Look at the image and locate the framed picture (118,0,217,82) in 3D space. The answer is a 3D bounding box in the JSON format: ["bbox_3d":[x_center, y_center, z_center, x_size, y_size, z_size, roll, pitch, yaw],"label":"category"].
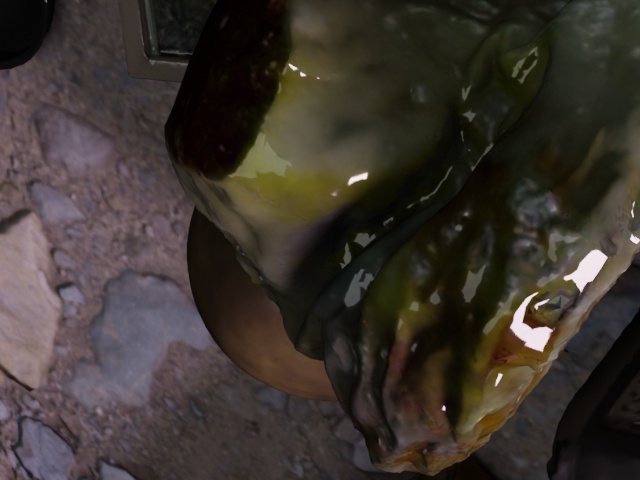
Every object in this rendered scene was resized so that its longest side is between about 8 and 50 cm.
[{"bbox_3d":[-0.027,-0.234,1.081,0.240,0.020,0.324,8,122,18],"label":"framed picture"}]

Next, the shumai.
[{"bbox_3d":[0.056,-0.055,0.980,0.263,0.304,0.309,38,100,4],"label":"shumai"}]

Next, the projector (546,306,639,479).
[{"bbox_3d":[0.339,0.252,1.015,0.405,0.242,0.395,14,126,29],"label":"projector"}]

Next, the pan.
[{"bbox_3d":[-0.286,-0.189,1.313,0.235,0.028,0.136,3,119,30],"label":"pan"}]

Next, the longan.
[{"bbox_3d":[0.000,0.000,1.149,0.185,0.159,0.204,16,112,33],"label":"longan"}]

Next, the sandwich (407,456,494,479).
[{"bbox_3d":[0.054,0.279,1.241,0.198,0.227,0.155,46,133,0],"label":"sandwich"}]
